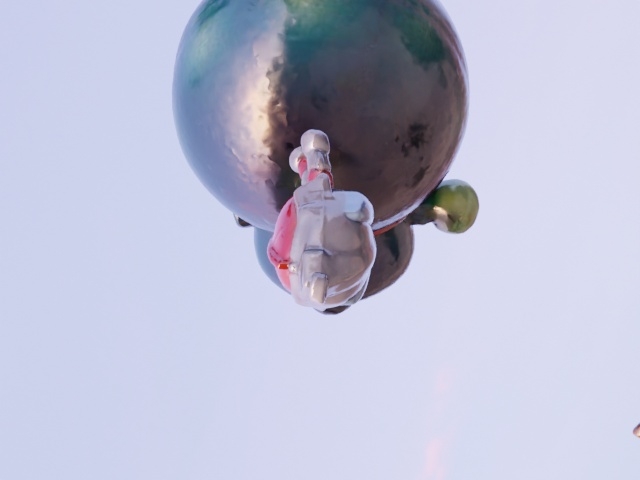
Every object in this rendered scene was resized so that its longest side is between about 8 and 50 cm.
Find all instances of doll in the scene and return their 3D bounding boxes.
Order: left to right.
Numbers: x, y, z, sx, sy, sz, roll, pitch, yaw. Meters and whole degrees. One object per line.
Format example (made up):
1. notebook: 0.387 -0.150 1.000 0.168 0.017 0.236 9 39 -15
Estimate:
1. doll: 0.001 0.000 0.358 0.057 0.039 0.114 -61 12 16
2. doll: 0.007 -0.071 0.706 0.321 0.199 0.186 74 -165 -48

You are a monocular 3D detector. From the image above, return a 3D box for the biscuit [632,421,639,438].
1. biscuit: 0.281 0.125 0.767 0.083 0.018 0.081 -40 -24 20
